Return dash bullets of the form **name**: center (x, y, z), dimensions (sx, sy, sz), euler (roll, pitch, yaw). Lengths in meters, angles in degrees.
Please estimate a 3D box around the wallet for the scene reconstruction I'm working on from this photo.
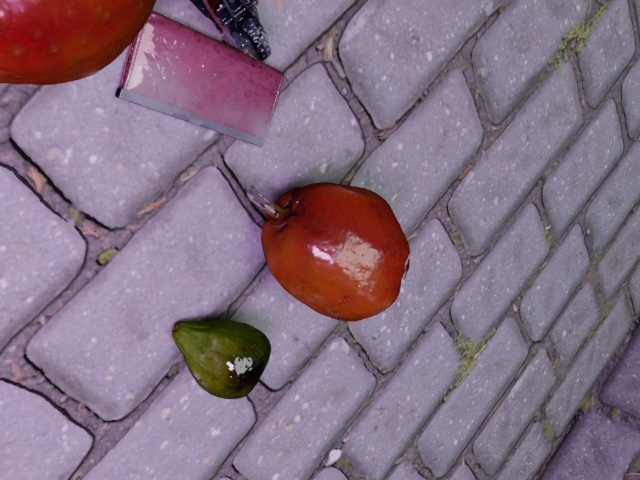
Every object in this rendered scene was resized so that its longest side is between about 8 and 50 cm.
- **wallet**: center (-0.157, -0.217, 0.854), dimensions (0.232, 0.025, 0.119), euler (14, 97, -42)

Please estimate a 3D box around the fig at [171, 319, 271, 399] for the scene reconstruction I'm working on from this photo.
- **fig**: center (-0.158, 0.173, 0.954), dimensions (0.156, 0.123, 0.123), euler (27, 86, -4)

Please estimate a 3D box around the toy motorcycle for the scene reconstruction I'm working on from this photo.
- **toy motorcycle**: center (-0.134, -0.324, 0.791), dimensions (0.082, 0.122, 0.213), euler (-34, 141, 1)

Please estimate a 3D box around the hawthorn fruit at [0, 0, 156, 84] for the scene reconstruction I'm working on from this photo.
- **hawthorn fruit**: center (-0.292, -0.266, 0.575), dimensions (0.284, 0.284, 0.285), euler (-15, 115, -36)

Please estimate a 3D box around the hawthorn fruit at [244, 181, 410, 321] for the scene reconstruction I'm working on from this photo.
- **hawthorn fruit**: center (0.000, 0.000, 0.958), dimensions (0.299, 0.211, 0.211), euler (28, 87, -29)
